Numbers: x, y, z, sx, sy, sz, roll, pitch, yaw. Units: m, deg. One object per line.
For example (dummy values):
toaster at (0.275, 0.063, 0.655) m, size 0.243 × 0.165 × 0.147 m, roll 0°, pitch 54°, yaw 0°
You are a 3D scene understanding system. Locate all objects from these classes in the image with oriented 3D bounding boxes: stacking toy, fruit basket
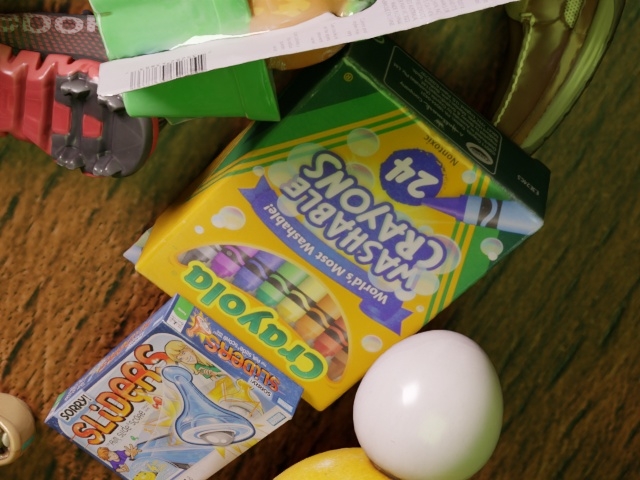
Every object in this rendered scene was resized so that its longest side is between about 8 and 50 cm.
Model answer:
stacking toy at (0.020, 0.288, 1.432) m, size 0.350 × 0.350 × 0.480 m, roll 19°, pitch 102°, yaw -9°
fruit basket at (0.010, -0.204, 1.278) m, size 0.353 × 0.327 × 0.165 m, roll -9°, pitch 123°, yaw -2°

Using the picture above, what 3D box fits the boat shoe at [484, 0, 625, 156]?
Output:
boat shoe at (0.191, -0.225, 1.390) m, size 0.120 × 0.122 × 0.324 m, roll 24°, pitch 101°, yaw -2°

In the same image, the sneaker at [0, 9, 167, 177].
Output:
sneaker at (-0.235, -0.136, 1.402) m, size 0.276 × 0.135 × 0.098 m, roll 20°, pitch 121°, yaw 15°

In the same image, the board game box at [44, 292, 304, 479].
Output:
board game box at (-0.126, 0.139, 1.478) m, size 0.136 × 0.035 × 0.201 m, roll 38°, pitch 133°, yaw -13°

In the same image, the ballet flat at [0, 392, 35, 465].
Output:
ballet flat at (-0.361, 0.153, 1.500) m, size 0.232 × 0.073 × 0.080 m, roll 4°, pitch 108°, yaw -4°

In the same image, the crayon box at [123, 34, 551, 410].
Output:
crayon box at (0.000, 0.000, 1.410) m, size 0.203 × 0.083 × 0.323 m, roll 38°, pitch 123°, yaw -14°
